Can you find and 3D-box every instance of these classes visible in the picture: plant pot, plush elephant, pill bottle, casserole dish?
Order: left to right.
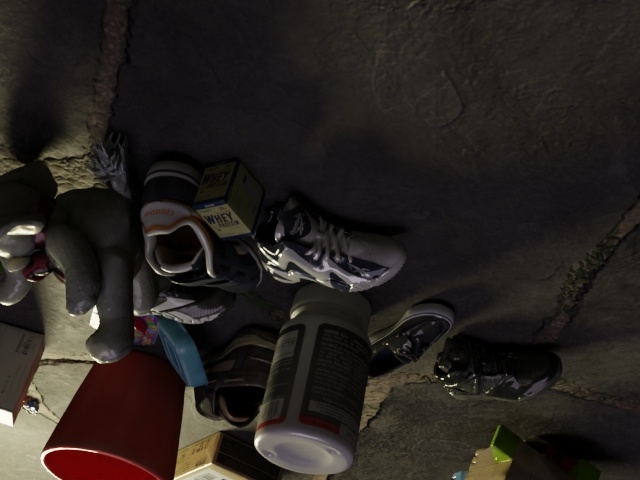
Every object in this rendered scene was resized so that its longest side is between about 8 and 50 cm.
[{"bbox_3d":[-0.400,0.007,1.410,0.256,0.272,0.329,-2,112,2],"label":"plush elephant"},{"bbox_3d":[-0.402,0.374,1.938,0.275,0.243,0.275,9,145,6],"label":"plant pot"},{"bbox_3d":[-0.263,0.208,1.779,0.114,0.037,0.188,47,158,33],"label":"casserole dish"},{"bbox_3d":[-0.002,0.222,1.553,0.161,0.283,0.161,9,145,6],"label":"pill bottle"}]

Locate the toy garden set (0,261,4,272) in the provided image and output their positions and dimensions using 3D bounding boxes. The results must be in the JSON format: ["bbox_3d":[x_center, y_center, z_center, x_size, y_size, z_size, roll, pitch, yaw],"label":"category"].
[{"bbox_3d":[-0.621,-0.007,1.645,0.204,0.049,0.244,0,143,18],"label":"toy garden set"}]

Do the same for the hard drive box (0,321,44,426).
[{"bbox_3d":[-0.705,0.252,1.925,0.232,0.181,0.089,18,146,-5],"label":"hard drive box"}]

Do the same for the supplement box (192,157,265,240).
[{"bbox_3d":[-0.131,-0.060,1.375,0.056,0.083,0.083,-10,138,28],"label":"supplement box"}]

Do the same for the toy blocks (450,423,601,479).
[{"bbox_3d":[0.408,0.531,1.879,0.381,0.190,0.261,37,148,-11],"label":"toy blocks"}]

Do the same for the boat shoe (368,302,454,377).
[{"bbox_3d":[0.145,0.179,1.625,0.080,0.076,0.228,30,142,-23],"label":"boat shoe"}]

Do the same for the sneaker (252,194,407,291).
[{"bbox_3d":[0.000,0.000,1.405,0.235,0.094,0.153,6,155,28],"label":"sneaker"}]

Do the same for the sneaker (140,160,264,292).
[{"bbox_3d":[-0.188,0.021,1.462,0.126,0.127,0.321,-7,145,21],"label":"sneaker"}]

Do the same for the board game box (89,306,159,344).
[{"bbox_3d":[-0.382,0.172,1.831,0.133,0.033,0.168,20,145,-8],"label":"board game box"}]

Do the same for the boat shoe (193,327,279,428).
[{"bbox_3d":[-0.175,0.290,1.841,0.132,0.130,0.355,22,144,-12],"label":"boat shoe"}]

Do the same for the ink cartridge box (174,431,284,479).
[{"bbox_3d":[-0.231,0.558,2.276,0.193,0.088,0.235,31,141,-22],"label":"ink cartridge box"}]

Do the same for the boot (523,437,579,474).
[{"bbox_3d":[0.468,0.443,1.907,0.158,0.059,0.084,15,140,0],"label":"boot"}]

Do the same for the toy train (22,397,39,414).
[{"bbox_3d":[-0.710,0.365,2.221,0.036,0.027,0.158,-15,137,19],"label":"toy train"}]

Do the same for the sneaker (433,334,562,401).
[{"bbox_3d":[0.291,0.218,1.620,0.228,0.087,0.130,-9,146,37],"label":"sneaker"}]

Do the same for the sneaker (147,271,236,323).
[{"bbox_3d":[-0.263,0.087,1.631,0.234,0.078,0.106,2,146,19],"label":"sneaker"}]
